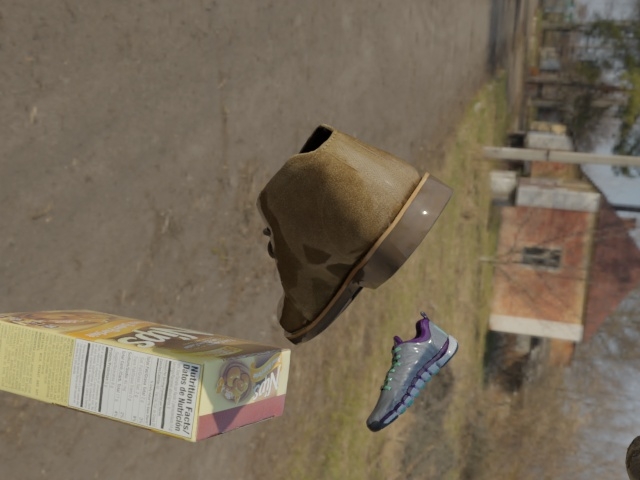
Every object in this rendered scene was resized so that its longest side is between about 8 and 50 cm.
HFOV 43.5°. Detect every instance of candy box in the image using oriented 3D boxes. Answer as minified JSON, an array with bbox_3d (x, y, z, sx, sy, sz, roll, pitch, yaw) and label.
[{"bbox_3d":[-0.217,0.145,0.926,0.183,0.317,0.087,5,91,-64],"label":"candy box"}]

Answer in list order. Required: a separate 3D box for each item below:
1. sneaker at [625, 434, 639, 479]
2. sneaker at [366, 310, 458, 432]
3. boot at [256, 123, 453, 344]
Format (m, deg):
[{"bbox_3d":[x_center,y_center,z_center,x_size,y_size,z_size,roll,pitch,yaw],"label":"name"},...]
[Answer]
[{"bbox_3d":[0.305,0.223,0.344,0.447,0.169,0.257,-173,-118,-81],"label":"sneaker"},{"bbox_3d":[0.138,0.229,1.404,0.224,0.098,0.083,-44,177,-20],"label":"sneaker"},{"bbox_3d":[0.000,0.000,0.674,0.112,0.115,0.305,-55,180,-27],"label":"boot"}]
